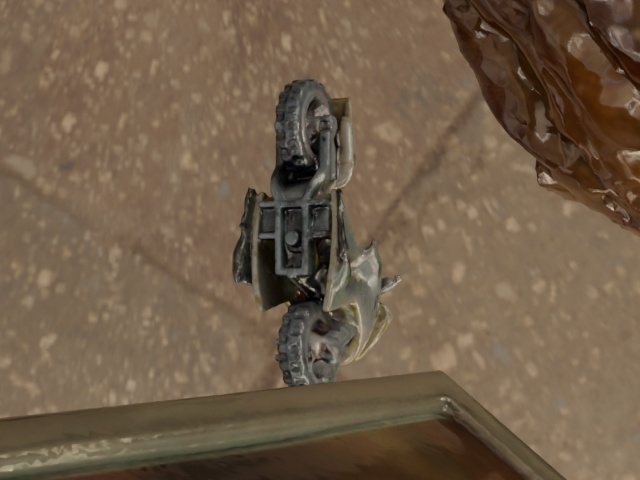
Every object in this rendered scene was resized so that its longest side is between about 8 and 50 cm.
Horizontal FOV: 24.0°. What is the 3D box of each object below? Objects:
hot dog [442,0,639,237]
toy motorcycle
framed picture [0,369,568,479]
[{"bbox_3d":[0.199,-0.172,0.556,0.267,0.174,0.387,39,89,-26],"label":"hot dog"},{"bbox_3d":[0.001,0.000,1.104,0.094,0.130,0.229,-3,86,29],"label":"toy motorcycle"},{"bbox_3d":[0.022,0.107,0.342,0.289,0.211,0.020,1,123,-54],"label":"framed picture"}]
